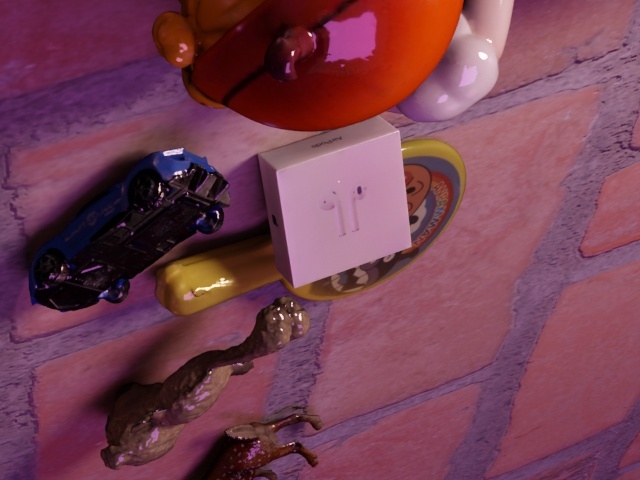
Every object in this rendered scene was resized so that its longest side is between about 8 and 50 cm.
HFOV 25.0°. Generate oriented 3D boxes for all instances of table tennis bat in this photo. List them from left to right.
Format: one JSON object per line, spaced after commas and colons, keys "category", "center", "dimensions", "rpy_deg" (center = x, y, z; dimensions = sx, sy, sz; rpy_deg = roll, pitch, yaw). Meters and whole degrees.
{"category": "table tennis bat", "center": [0.000, 0.000, 1.488], "dimensions": [0.369, 0.054, 0.224], "rpy_deg": [-18, 145, -27]}

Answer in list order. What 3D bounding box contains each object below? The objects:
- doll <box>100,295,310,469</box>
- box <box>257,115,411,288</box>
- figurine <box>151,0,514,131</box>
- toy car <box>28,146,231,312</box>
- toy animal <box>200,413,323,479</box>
{"category": "doll", "center": [-0.134, 0.154, 1.527], "dimensions": [0.202, 0.091, 0.286], "rpy_deg": [-45, -173, -28]}
{"category": "box", "center": [0.015, -0.038, 1.389], "dimensions": [0.130, 0.051, 0.129], "rpy_deg": [-20, 123, -19]}
{"category": "figurine", "center": [0.018, -0.177, 1.070], "dimensions": [0.320, 0.196, 0.323], "rpy_deg": [-37, 161, 26]}
{"category": "toy car", "center": [-0.178, -0.009, 1.298], "dimensions": [0.216, 0.063, 0.103], "rpy_deg": [-35, 151, 21]}
{"category": "toy animal", "center": [-0.135, 0.309, 1.852], "dimensions": [0.260, 0.087, 0.243], "rpy_deg": [-2, 127, -38]}
